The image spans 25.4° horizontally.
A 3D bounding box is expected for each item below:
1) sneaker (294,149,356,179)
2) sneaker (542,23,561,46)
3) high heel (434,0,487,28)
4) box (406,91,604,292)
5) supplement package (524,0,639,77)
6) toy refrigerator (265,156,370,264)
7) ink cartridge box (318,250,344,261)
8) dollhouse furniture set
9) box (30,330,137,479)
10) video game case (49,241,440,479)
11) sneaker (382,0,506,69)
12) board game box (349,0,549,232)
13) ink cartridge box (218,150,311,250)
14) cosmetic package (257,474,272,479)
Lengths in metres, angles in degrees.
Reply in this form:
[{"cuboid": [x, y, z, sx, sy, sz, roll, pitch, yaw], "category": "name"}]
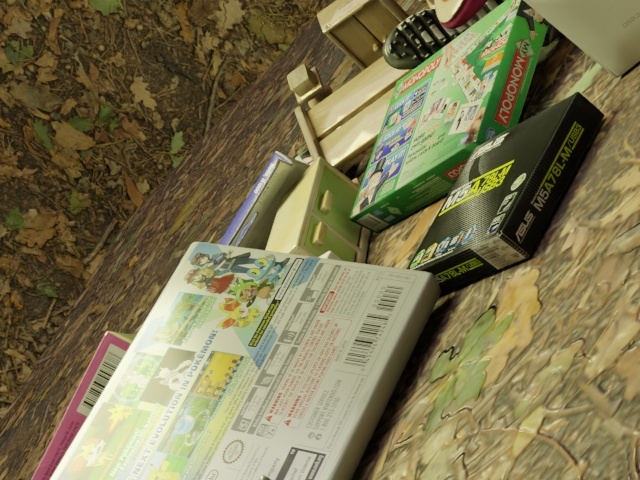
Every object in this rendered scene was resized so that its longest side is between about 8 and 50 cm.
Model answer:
[{"cuboid": [0.017, -0.110, 2.164, 0.077, 0.072, 0.178, -44, 23, 3], "category": "sneaker"}, {"cuboid": [0.260, -0.289, 1.736, 0.087, 0.083, 0.221, -56, 9, 10], "category": "sneaker"}, {"cuboid": [0.287, -0.408, 1.876, 0.127, 0.181, 0.377, 8, 68, 59], "category": "high heel"}, {"cuboid": [0.177, -0.042, 1.404, 0.184, 0.045, 0.191, -60, 15, -25], "category": "box"}, {"cuboid": [0.314, -0.346, 1.410, 0.199, 0.198, 0.262, -40, 17, 45], "category": "supplement package"}, {"cuboid": [0.000, 0.000, 1.799, 0.094, 0.102, 0.269, -46, 13, 24], "category": "toy refrigerator"}, {"cuboid": [-0.042, 0.146, 1.533, 0.172, 0.100, 0.237, -31, 24, 57], "category": "ink cartridge box"}, {"cuboid": [0.137, -0.211, 2.058, 0.303, 0.174, 0.355, -35, 47, 18], "category": "dollhouse furniture set"}, {"cuboid": [-0.216, 0.227, 1.642, 0.213, 0.117, 0.243, -63, -9, -2], "category": "box"}, {"cuboid": [-0.075, 0.148, 1.393, 0.300, 0.036, 0.329, 7, 54, 32], "category": "video game case"}, {"cuboid": [0.173, -0.269, 1.899, 0.234, 0.078, 0.106, -30, -14, -28], "category": "sneaker"}, {"cuboid": [0.150, -0.148, 1.696, 0.317, 0.046, 0.213, -31, 35, 62], "category": "board game box"}, {"cuboid": [-0.087, -0.016, 1.981, 0.223, 0.045, 0.224, -58, -20, 6], "category": "ink cartridge box"}, {"cuboid": [-0.058, 0.313, 1.115, 0.127, 0.107, 0.238, -50, 15, 24], "category": "cosmetic package"}]
